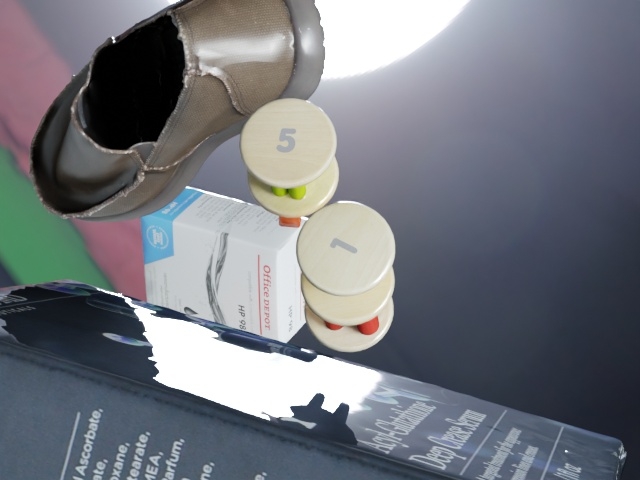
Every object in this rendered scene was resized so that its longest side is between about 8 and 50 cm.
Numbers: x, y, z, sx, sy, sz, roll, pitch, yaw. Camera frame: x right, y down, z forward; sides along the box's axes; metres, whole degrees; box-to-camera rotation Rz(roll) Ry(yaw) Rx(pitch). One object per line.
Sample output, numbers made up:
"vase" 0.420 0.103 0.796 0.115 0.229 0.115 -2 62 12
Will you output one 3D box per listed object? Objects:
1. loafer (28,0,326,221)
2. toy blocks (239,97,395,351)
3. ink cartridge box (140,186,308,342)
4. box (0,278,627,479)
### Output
"loafer" -0.147 -0.112 1.270 0.366 0.130 0.133 -32 -110 49
"toy blocks" 0.000 0.000 0.932 0.123 0.054 0.148 62 -8 19
"ink cartridge box" -0.068 0.025 1.450 0.180 0.060 0.104 15 -56 24
"box" -0.044 0.177 0.928 0.396 0.293 0.211 15 -86 10
